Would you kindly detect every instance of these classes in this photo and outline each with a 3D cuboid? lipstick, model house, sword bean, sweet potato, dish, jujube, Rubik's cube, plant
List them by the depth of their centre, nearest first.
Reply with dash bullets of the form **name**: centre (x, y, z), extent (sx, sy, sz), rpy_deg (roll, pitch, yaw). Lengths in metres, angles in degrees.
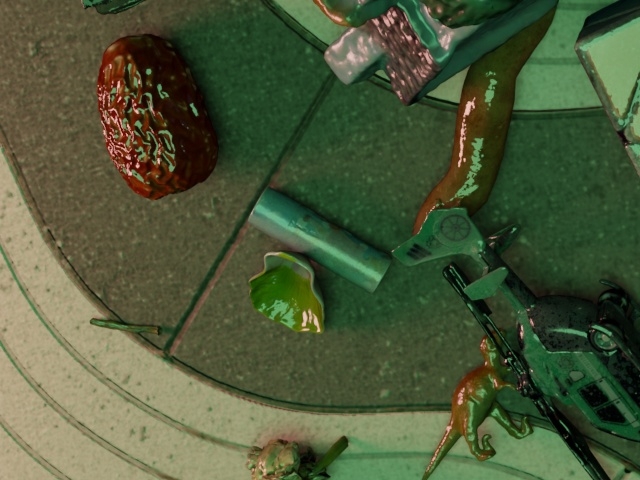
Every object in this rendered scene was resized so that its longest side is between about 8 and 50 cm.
- **model house**: centre (0.051, -0.324, 1.748), extent (0.360, 0.297, 0.339), rpy_deg (56, 140, 2)
- **Rubik's cube**: centre (0.384, -0.160, 1.748), extent (0.205, 0.205, 0.207), rpy_deg (-27, 99, 17)
- **sweet potato**: centre (0.170, -0.123, 1.875), extent (0.067, 0.059, 0.281), rpy_deg (18, 108, -3)
- **jujube**: centre (-0.178, -0.134, 1.923), extent (0.112, 0.109, 0.176), rpy_deg (-19, 92, -21)
- **lipstick**: centre (0.000, 0.000, 1.947), extent (0.158, 0.048, 0.048), rpy_deg (30, 108, 2)
- **dish**: centre (-0.029, 0.044, 1.950), extent (0.091, 0.039, 0.137), rpy_deg (21, 145, 12)
- **plant**: centre (-0.017, 0.261, 1.992), extent (0.122, 0.116, 0.104), rpy_deg (-26, 113, -4)
- **sword bean**: centre (-0.221, 0.098, 2.035), extent (0.083, 0.012, 0.012), rpy_deg (7, 105, 8)

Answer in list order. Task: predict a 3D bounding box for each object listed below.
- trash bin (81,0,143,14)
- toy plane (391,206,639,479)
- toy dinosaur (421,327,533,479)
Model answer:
- **trash bin**: centre (-0.206, -0.358, 1.763), extent (0.203, 0.301, 0.252), rpy_deg (-23, 99, 16)
- **toy plane**: centre (0.246, 0.102, 1.889), extent (0.155, 0.106, 0.381), rpy_deg (-34, 107, 28)
- **toy dinosaur**: centre (0.157, 0.181, 1.969), extent (0.162, 0.039, 0.126), rpy_deg (-24, 91, 13)
